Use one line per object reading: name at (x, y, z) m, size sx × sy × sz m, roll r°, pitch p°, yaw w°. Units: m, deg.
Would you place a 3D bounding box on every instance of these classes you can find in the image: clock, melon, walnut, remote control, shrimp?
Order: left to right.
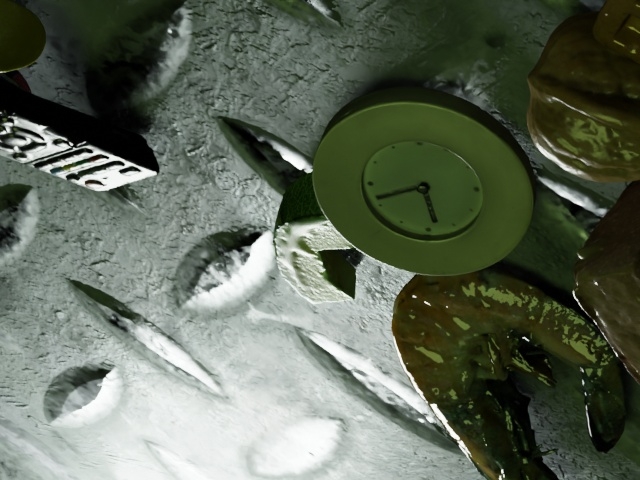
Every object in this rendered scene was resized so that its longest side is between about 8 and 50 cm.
remote control at (-0.363, -0.143, 2.154) m, size 0.145 × 0.062 × 0.399 m, roll -11°, pitch 156°, yaw 44°
melon at (0.000, 0.000, 2.201) m, size 0.118 × 0.064 × 0.209 m, roll 12°, pitch 144°, yaw 15°
clock at (0.108, -0.059, 2.026) m, size 0.235 × 0.029 × 0.235 m, roll 9°, pitch 132°, yaw 10°
shrimp at (0.247, 0.192, 2.254) m, size 0.272 × 0.085 × 0.445 m, roll -3°, pitch 130°, yaw 32°
walnut at (0.268, -0.127, 1.762) m, size 0.167 × 0.149 × 0.166 m, roll 1°, pitch 109°, yaw 3°

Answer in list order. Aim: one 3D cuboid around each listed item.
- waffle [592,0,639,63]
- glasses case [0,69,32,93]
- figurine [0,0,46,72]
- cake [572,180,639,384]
waffle at (0.368, -0.225, 1.566) m, size 0.224 × 0.098 × 0.327 m, roll 27°, pitch 156°, yaw 1°
glasses case at (-0.478, -0.230, 2.246) m, size 0.327 × 0.076 × 0.125 m, roll 34°, pitch 143°, yaw -9°
figurine at (-0.456, -0.309, 2.032) m, size 0.338 × 0.204 × 0.283 m, roll 0°, pitch 139°, yaw 43°
cake at (0.370, 0.025, 1.848) m, size 0.293 × 0.196 × 0.198 m, roll -9°, pitch 128°, yaw 49°
